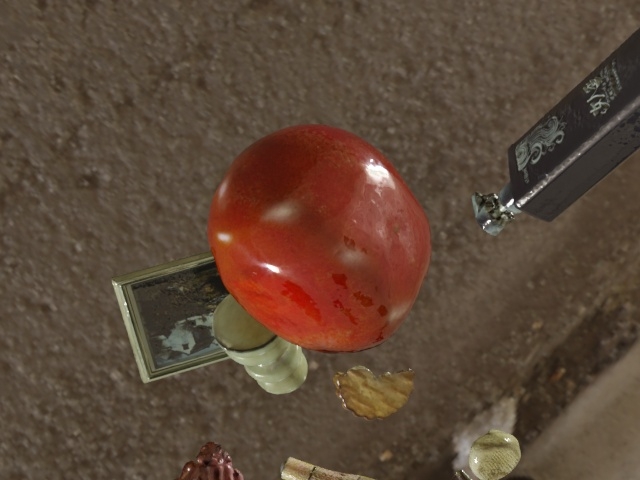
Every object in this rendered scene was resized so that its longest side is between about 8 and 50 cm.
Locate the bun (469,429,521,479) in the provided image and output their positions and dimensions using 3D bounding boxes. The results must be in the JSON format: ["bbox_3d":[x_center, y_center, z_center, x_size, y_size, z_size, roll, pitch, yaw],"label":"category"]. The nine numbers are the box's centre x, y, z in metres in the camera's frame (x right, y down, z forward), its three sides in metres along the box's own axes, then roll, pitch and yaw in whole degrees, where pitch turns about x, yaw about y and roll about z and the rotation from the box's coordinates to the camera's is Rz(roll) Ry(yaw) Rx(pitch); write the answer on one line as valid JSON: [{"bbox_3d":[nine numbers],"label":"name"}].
[{"bbox_3d":[0.262,0.323,1.630,0.086,0.055,0.086,-10,125,-14],"label":"bun"}]

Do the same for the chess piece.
[{"bbox_3d":[-0.089,0.191,1.853,0.133,0.133,0.243,-42,146,-13],"label":"chess piece"}]

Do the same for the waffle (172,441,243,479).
[{"bbox_3d":[-0.168,0.414,1.492,0.234,0.055,0.221,-51,137,-46],"label":"waffle"}]

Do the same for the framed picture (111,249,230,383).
[{"bbox_3d":[-0.201,0.127,1.909,0.296,0.019,0.232,-16,119,-8],"label":"framed picture"}]

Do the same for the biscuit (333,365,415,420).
[{"bbox_3d":[0.108,0.323,2.278,0.183,0.061,0.118,5,95,-22],"label":"biscuit"}]

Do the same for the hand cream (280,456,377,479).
[{"bbox_3d":[0.015,0.480,2.109,0.084,0.203,0.084,20,90,-77],"label":"hand cream"}]

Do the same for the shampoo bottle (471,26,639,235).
[{"bbox_3d":[0.276,-0.103,1.151,0.071,0.098,0.309,18,137,-26],"label":"shampoo bottle"}]

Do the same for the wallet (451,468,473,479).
[{"bbox_3d":[0.323,0.542,2.009,0.031,0.232,0.122,-32,154,-25],"label":"wallet"}]

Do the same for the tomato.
[{"bbox_3d":[0.000,0.000,1.527,0.325,0.290,0.293,53,46,-22],"label":"tomato"}]
